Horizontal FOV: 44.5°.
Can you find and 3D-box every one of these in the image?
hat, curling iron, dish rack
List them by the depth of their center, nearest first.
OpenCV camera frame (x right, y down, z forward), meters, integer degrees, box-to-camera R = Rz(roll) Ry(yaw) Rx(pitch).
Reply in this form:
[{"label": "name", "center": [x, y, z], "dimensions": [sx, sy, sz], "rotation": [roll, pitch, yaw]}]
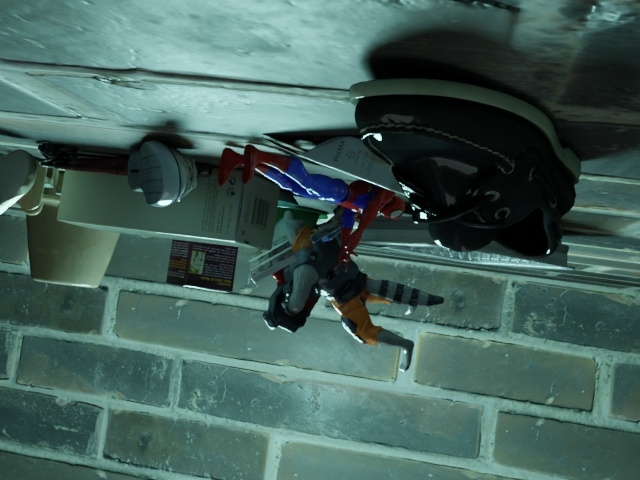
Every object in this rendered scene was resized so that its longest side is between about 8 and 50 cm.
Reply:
[{"label": "curling iron", "center": [-0.296, -0.110, 1.162], "dimensions": [0.274, 0.035, 0.068], "rotation": [8, 177, 7]}, {"label": "dish rack", "center": [0.252, -0.003, 1.380], "dimensions": [0.333, 0.072, 0.286], "rotation": [10, 175, -34]}, {"label": "hat", "center": [-0.074, 0.025, 1.626], "dimensions": [0.209, 0.183, 0.173], "rotation": [6, 176, 27]}]

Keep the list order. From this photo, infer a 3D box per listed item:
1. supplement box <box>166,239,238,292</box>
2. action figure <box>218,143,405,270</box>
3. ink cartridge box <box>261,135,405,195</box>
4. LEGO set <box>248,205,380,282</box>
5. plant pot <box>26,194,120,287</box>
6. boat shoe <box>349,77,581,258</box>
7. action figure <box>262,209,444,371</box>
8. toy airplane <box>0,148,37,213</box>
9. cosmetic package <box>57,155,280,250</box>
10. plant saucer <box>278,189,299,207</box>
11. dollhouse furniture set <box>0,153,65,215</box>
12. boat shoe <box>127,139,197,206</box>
[{"label": "supplement box", "center": [-0.215, -0.003, 1.468], "dimensions": [0.104, 0.188, 0.081], "rotation": [11, 176, -37]}, {"label": "action figure", "center": [0.001, -0.032, 1.023], "dimensions": [0.280, 0.139, 0.091], "rotation": [8, 179, -36]}, {"label": "ink cartridge box", "center": [0.047, -0.090, 0.865], "dimensions": [0.179, 0.045, 0.145], "rotation": [27, -172, 32]}, {"label": "LEGO set", "center": [0.000, 0.000, 1.273], "dimensions": [0.244, 0.060, 0.182], "rotation": [-30, -168, -1]}, {"label": "plant pot", "center": [-0.562, -0.013, 1.780], "dimensions": [0.263, 0.229, 0.263], "rotation": [7, 175, 1]}, {"label": "boat shoe", "center": [0.130, -0.044, 0.655], "dimensions": [0.127, 0.113, 0.340], "rotation": [6, 176, 30]}, {"label": "action figure", "center": [0.053, 0.048, 1.453], "dimensions": [0.330, 0.341, 0.178], "rotation": [33, 133, -9]}, {"label": "toy airplane", "center": [-0.644, 0.009, 1.162], "dimensions": [0.385, 0.386, 0.272], "rotation": [6, 150, 30]}, {"label": "cosmetic package", "center": [-0.239, -0.059, 1.253], "dimensions": [0.310, 0.113, 0.160], "rotation": [8, 176, 17]}, {"label": "plant saucer", "center": [-0.095, -0.077, 1.363], "dimensions": [0.119, 0.021, 0.119], "rotation": [7, 177, 0]}, {"label": "dollhouse furniture set", "center": [-0.598, -0.070, 1.473], "dimensions": [0.242, 0.160, 0.212], "rotation": [8, 176, 1]}, {"label": "boat shoe", "center": [-0.198, -0.093, 1.025], "dimensions": [0.076, 0.083, 0.226], "rotation": [-3, -167, -23]}]
